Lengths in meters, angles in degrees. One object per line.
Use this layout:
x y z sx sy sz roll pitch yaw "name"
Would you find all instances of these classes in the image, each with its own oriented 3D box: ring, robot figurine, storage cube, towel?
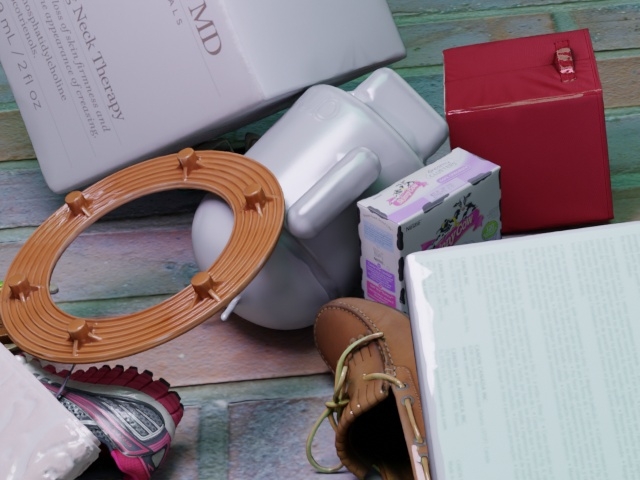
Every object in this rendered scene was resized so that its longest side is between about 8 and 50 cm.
-0.198 0.004 1.748 0.336 0.032 0.337 -16 35 12 "ring"
-0.009 -0.039 1.884 0.353 0.200 0.300 -47 0 -12 "robot figurine"
0.261 -0.139 2.051 0.193 0.215 0.184 -8 32 8 "storage cube"
-0.416 0.238 1.596 0.332 0.053 0.317 -43 45 -12 "towel"

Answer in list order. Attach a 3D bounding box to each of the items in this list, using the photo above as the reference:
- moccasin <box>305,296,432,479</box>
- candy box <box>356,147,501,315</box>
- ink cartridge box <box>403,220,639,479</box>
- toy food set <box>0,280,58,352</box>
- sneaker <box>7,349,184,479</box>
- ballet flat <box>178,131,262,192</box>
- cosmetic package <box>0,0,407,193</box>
0.068 0.188 1.644 0.147 0.139 0.380 -8 40 -20 "moccasin"
0.127 0.018 1.829 0.164 0.196 0.070 -29 40 -32 "candy box"
0.284 0.136 1.481 0.384 0.091 0.308 -7 60 2 "ink cartridge box"
-0.394 0.093 1.938 0.132 0.039 0.192 -1 33 8 "toy food set"
-0.299 0.190 1.701 0.299 0.121 0.112 1 47 19 "sneaker"
-0.111 -0.113 2.199 0.188 0.070 0.070 -15 33 -16 "ballet flat"
-0.172 -0.296 2.067 0.393 0.329 0.327 -20 3 39 "cosmetic package"
